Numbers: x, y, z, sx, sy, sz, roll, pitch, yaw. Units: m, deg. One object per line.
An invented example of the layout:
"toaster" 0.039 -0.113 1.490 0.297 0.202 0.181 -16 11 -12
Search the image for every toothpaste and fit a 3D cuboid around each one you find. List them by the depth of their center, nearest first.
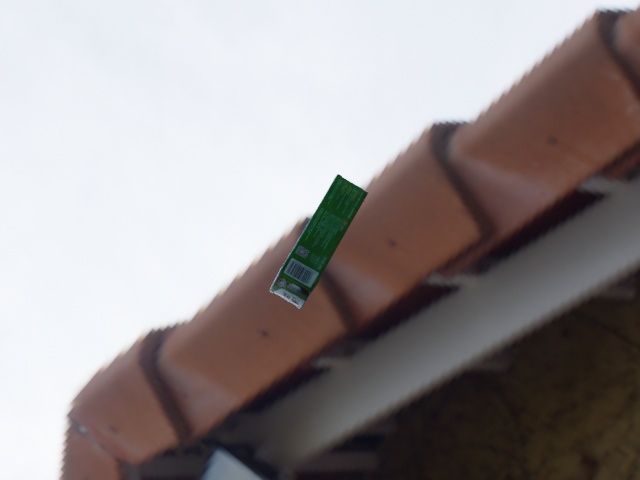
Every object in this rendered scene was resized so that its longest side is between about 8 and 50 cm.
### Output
"toothpaste" 0.000 0.000 0.859 0.083 0.020 0.017 -60 0 -44
